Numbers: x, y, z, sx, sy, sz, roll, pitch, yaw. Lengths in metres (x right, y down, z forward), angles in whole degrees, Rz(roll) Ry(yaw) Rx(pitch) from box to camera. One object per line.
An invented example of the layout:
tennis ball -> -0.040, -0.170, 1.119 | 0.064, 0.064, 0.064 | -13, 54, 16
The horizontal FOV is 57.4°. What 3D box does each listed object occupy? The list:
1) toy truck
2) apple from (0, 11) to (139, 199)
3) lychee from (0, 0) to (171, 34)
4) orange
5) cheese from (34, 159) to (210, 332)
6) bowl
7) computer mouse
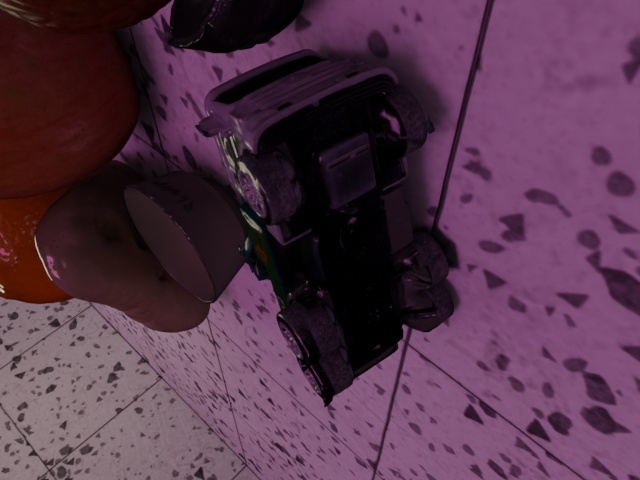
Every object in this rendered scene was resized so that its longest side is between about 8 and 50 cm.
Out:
toy truck -> 0.004, 0.002, 0.569 | 0.178, 0.177, 0.363 | 42, 155, 42
apple -> -0.448, -0.224, 0.786 | 0.364, 0.364, 0.363 | 36, 149, 26
lychee -> -0.203, -0.293, 0.457 | 0.255, 0.300, 0.255 | 6, 126, 8
orange -> -0.622, -0.055, 1.245 | 0.424, 0.326, 0.423 | 38, 151, 25
cheese -> -0.326, 0.045, 0.987 | 0.350, 0.130, 0.328 | 61, -173, -13
bowl -> -0.185, -0.018, 0.875 | 0.211, 0.112, 0.211 | 35, 147, 27
computer mouse -> -0.069, -0.193, 0.496 | 0.192, 0.106, 0.062 | -10, 104, 64
